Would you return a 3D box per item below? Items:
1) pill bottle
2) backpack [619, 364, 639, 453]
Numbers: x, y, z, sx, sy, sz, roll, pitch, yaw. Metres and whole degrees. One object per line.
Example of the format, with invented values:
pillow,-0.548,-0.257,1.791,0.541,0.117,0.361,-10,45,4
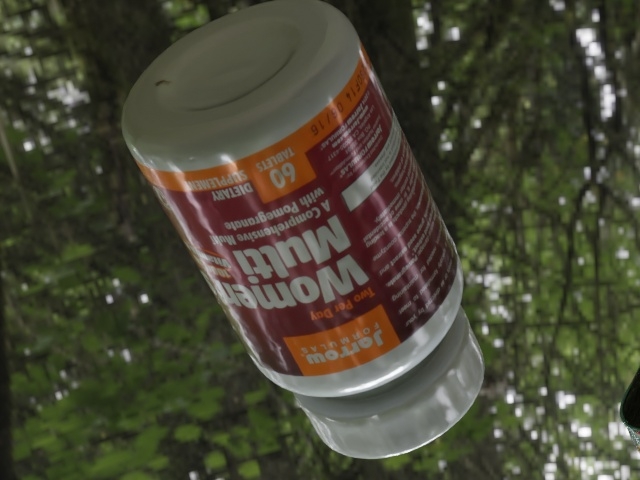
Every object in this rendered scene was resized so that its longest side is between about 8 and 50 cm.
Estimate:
pill bottle,0.000,0.000,0.760,0.121,0.221,0.121,-19,-146,13
backpack,0.375,0.154,1.412,0.166,0.144,0.188,0,-149,39
